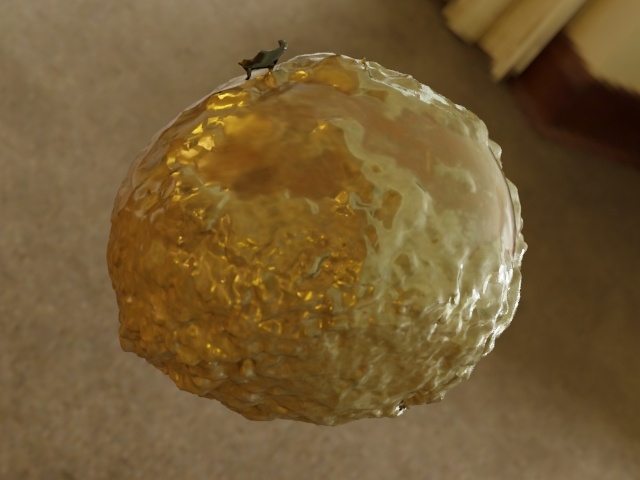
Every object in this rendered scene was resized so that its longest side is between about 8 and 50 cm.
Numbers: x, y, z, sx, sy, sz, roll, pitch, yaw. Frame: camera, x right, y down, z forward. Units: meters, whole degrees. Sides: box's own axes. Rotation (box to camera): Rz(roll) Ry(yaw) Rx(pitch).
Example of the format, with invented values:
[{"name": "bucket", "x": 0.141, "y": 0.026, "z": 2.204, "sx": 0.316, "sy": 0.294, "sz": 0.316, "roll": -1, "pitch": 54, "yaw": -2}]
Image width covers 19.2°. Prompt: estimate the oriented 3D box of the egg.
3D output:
[{"name": "egg", "x": 0.000, "y": 0.000, "z": 1.357, "sx": 0.310, "sy": 0.279, "sz": 0.279, "roll": -7, "pitch": 47, "yaw": -14}]
